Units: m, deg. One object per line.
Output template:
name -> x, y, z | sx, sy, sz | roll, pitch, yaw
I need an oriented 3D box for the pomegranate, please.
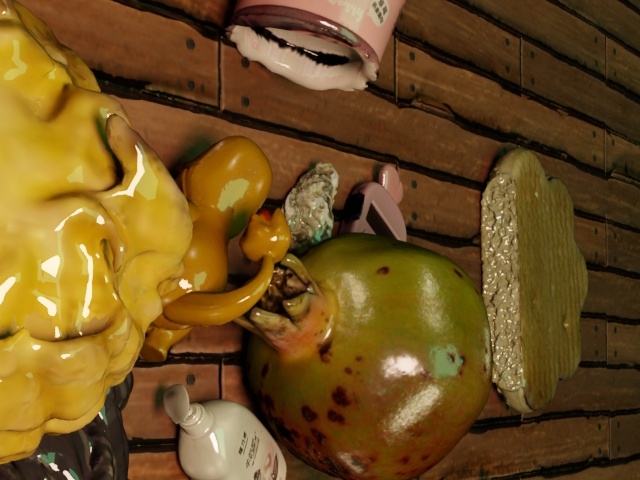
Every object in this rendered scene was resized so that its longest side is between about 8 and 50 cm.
pomegranate -> 0.035, 0.077, 1.244 | 0.246, 0.198, 0.198 | 75, 25, -57

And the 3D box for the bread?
bread -> 0.236, 0.046, 1.810 | 0.207, 0.056, 0.286 | 10, 79, -60

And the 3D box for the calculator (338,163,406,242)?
calculator -> 0.044, 0.008, 1.472 | 0.103, 0.024, 0.165 | 53, 45, -48

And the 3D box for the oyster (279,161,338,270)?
oyster -> 0.000, 0.000, 1.367 | 0.098, 0.037, 0.100 | -55, 135, -50

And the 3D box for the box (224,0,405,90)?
box -> 0.002, -0.198, 1.277 | 0.151, 0.151, 0.135 | 44, 60, -54

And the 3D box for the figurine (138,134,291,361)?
figurine -> -0.071, -0.005, 1.134 | 0.121, 0.122, 0.176 | 61, 38, -38

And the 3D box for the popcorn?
popcorn -> -0.178, -0.007, 0.816 | 0.250, 0.190, 0.250 | 19, 59, -35

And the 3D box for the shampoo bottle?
shampoo bottle -> -0.075, 0.148, 1.201 | 0.152, 0.045, 0.077 | 56, 41, -45

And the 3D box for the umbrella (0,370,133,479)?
umbrella -> -0.163, 0.069, 0.962 | 0.154, 0.128, 0.336 | 70, 22, -62
